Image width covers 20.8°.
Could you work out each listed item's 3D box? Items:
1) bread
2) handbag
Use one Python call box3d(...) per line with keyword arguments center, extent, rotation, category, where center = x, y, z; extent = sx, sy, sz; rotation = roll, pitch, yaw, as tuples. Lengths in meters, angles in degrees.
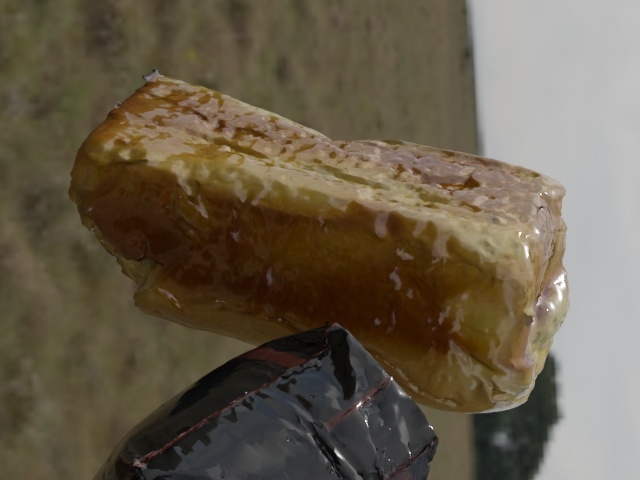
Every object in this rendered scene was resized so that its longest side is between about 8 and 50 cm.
box3d(center=(0.000, 0.004, 1.200), extent=(0.195, 0.344, 0.149), rotation=(-52, 155, -61), category="bread")
box3d(center=(-0.042, 0.155, 0.984), extent=(0.155, 0.169, 0.215), rotation=(46, -34, 9), category="handbag")
